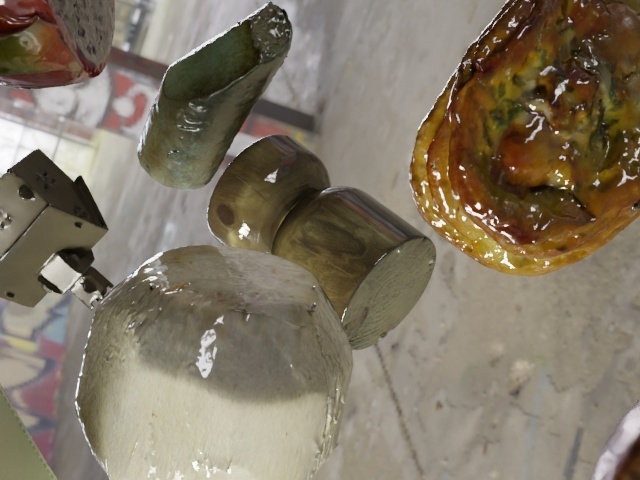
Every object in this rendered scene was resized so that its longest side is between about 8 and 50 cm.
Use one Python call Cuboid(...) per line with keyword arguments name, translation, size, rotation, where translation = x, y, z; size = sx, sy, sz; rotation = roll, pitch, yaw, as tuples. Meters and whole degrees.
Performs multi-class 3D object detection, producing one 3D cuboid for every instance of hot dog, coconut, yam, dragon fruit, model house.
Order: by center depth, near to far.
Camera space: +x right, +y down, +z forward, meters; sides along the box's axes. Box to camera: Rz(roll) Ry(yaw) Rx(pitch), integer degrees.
Cuboid(name="hot dog", translation=(0.195, -0.108, 0.901), size=(0.272, 0.196, 0.122), rotation=(-52, 14, -10))
Cuboid(name="dragon fruit", translation=(-0.306, -0.266, 0.970), size=(0.290, 0.189, 0.290), rotation=(-7, -90, -86))
Cuboid(name="coconut", translation=(-0.095, 0.144, 0.997), size=(0.245, 0.245, 0.247), rotation=(-119, 36, -67))
Cuboid(name="yam", translation=(-0.115, -0.147, 1.138), size=(0.259, 0.106, 0.106), rotation=(127, 154, -54))
Cuboid(name="model house", translation=(-0.431, 0.002, 1.782), size=(0.211, 0.243, 0.204), rotation=(-42, 9, 24))

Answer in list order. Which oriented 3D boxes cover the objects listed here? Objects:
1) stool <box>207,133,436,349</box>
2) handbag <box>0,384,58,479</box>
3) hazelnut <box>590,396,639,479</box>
Cuboid(name="stool", translation=(0.000, 0.000, 1.467), size=(0.264, 0.179, 0.179), rotation=(39, 116, 30))
Cuboid(name="handbag", translation=(-0.347, 0.172, 0.845), size=(0.236, 0.160, 0.358), rotation=(-71, -36, -57))
Cuboid(name="hazelnut", translation=(0.258, 0.170, 0.700), size=(0.214, 0.176, 0.214), rotation=(-55, 2, 3))
